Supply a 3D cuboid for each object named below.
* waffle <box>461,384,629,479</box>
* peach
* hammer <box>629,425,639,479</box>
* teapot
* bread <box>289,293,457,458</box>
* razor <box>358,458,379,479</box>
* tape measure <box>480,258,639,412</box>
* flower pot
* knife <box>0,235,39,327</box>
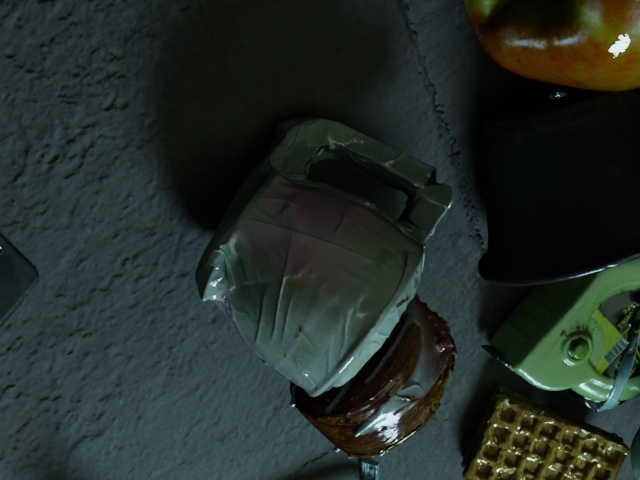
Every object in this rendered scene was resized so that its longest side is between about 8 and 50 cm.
[{"bbox_3d":[0.227,0.220,1.810,0.148,0.042,0.102,23,99,2],"label":"waffle"},{"bbox_3d":[0.254,-0.251,1.548,0.274,0.248,0.245,-26,158,-37],"label":"peach"},{"bbox_3d":[0.423,0.136,1.840,0.202,0.113,0.305,-59,173,33],"label":"hammer"},{"bbox_3d":[-0.001,0.003,1.528,0.178,0.163,0.221,36,95,-5],"label":"teapot"},{"bbox_3d":[0.048,0.116,1.629,0.160,0.160,0.073,-48,118,-4],"label":"bread"},{"bbox_3d":[-0.023,0.271,1.732,0.191,0.037,0.068,-14,120,-26],"label":"razor"},{"bbox_3d":[0.285,0.079,1.791,0.175,0.106,0.200,37,88,-24],"label":"tape measure"},{"bbox_3d":[0.239,-0.069,1.644,0.235,0.235,0.148,-24,104,-21],"label":"flower pot"},{"bbox_3d":[-0.331,0.103,1.475,0.245,0.019,0.072,-46,129,-7],"label":"knife"}]
